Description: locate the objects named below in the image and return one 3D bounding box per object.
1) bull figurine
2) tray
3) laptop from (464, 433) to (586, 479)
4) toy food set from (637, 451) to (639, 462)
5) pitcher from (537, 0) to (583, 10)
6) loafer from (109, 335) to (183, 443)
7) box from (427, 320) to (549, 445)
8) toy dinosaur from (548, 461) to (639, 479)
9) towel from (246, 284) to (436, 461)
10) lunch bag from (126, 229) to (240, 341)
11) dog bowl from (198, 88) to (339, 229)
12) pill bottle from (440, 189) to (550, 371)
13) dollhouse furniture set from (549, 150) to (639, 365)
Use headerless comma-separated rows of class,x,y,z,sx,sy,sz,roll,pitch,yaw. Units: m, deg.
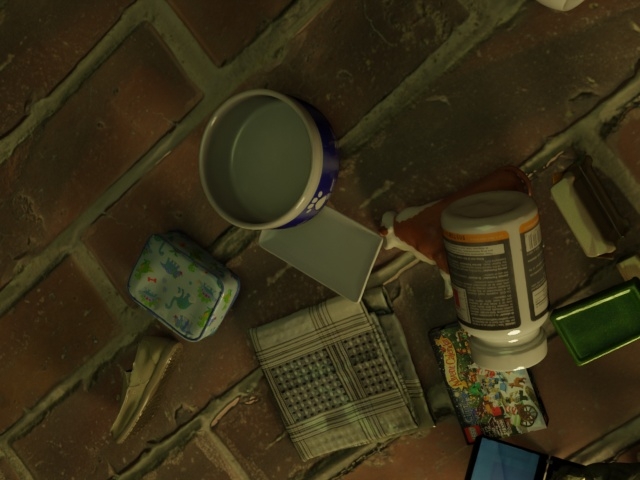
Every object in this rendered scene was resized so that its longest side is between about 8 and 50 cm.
bull figurine,0.254,-0.015,1.560,0.310,0.101,0.188,-27,97,28
tray,0.000,0.000,1.655,0.270,0.030,0.145,30,108,31
laptop,0.396,0.502,1.531,0.264,0.137,0.234,8,77,41
toy food set,0.640,0.523,1.436,0.220,0.092,0.306,0,64,29
pitcher,0.393,-0.503,1.421,0.178,0.125,0.207,-37,74,6
loafer,-0.392,0.318,1.855,0.092,0.102,0.268,31,99,14
box,0.317,0.259,1.613,0.159,0.044,0.233,-19,92,21
toy dinosaur,0.531,0.429,1.471,0.268,0.118,0.064,-11,139,8
towel,0.039,0.273,1.711,0.324,0.056,0.312,-21,92,21
lunch bag,-0.288,0.095,1.770,0.219,0.090,0.176,34,109,17
dog bowl,-0.100,-0.152,1.629,0.265,0.104,0.264,0,90,29
pill bottle,0.300,0.068,1.433,0.162,0.162,0.278,-4,110,20
dollhouse furniture set,0.447,0.025,1.451,0.151,0.197,0.301,-31,89,30
